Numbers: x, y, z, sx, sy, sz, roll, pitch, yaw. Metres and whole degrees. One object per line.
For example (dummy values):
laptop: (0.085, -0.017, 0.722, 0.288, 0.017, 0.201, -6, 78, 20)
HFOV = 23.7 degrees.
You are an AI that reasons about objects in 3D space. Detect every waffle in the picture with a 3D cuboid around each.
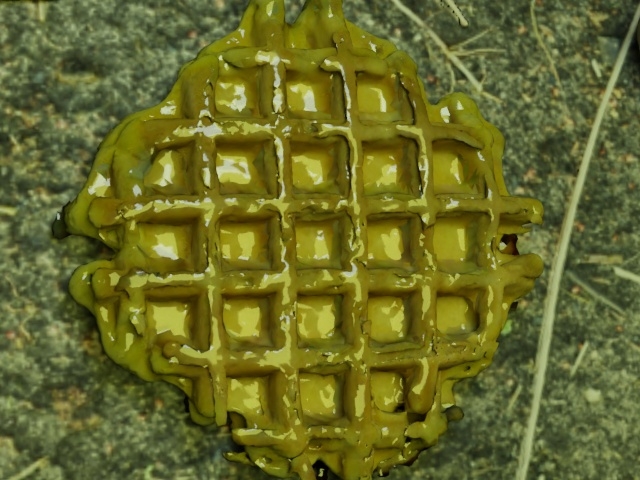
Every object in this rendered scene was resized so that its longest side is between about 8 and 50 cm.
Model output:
waffle: (0.000, 0.000, 1.262, 0.379, 0.095, 0.382, 40, 71, -10)

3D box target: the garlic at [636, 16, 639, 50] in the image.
garlic: (0.410, -0.201, 1.413, 0.228, 0.152, 0.228, 2, 83, -16)
